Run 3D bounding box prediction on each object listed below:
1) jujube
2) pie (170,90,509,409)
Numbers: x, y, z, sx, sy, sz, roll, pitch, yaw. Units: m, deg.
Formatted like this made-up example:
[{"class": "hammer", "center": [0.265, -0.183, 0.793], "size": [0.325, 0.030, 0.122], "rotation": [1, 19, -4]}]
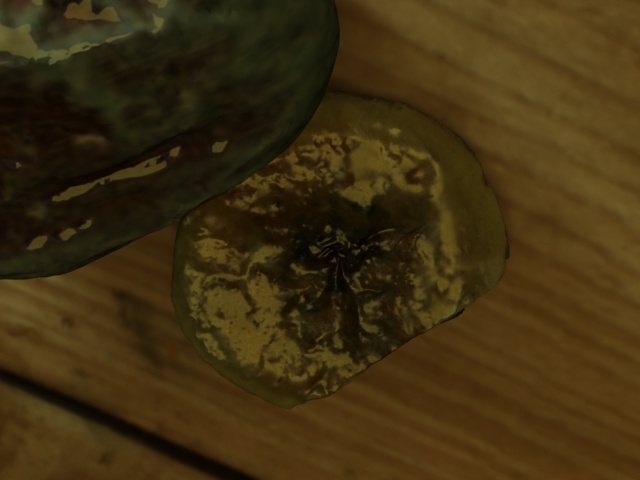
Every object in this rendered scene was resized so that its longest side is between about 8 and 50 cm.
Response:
[{"class": "jujube", "center": [-0.148, -0.111, 0.818], "size": [0.308, 0.215, 0.246], "rotation": [-18, 139, -1]}, {"class": "pie", "center": [0.000, -0.001, 0.930], "size": [0.218, 0.052, 0.185], "rotation": [-37, 95, 15]}]
